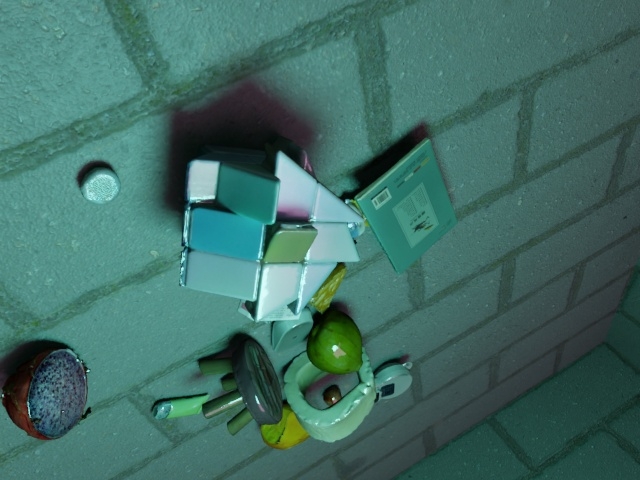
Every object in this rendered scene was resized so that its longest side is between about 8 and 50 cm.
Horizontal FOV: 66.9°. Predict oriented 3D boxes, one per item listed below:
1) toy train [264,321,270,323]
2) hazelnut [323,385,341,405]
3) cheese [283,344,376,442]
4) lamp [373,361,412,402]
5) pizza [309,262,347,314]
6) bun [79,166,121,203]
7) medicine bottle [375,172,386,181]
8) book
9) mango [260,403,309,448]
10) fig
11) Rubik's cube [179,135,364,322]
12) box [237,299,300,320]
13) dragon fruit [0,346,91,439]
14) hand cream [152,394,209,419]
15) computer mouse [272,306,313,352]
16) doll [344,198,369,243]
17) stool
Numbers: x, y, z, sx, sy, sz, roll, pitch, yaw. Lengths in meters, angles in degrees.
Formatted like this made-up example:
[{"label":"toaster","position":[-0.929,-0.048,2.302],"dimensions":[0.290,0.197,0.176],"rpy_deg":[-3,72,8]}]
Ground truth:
[{"label":"toy train","position":[-0.178,0.150,1.421],"dimensions":[0.055,0.048,0.251],"rpy_deg":[-27,136,-15]},{"label":"hazelnut","position":[0.051,0.635,1.975],"dimensions":[0.086,0.086,0.086],"rpy_deg":[-18,134,-20]},{"label":"cheese","position":[0.048,0.516,1.708],"dimensions":[0.332,0.292,0.153],"rpy_deg":[-33,137,-16]},{"label":"lamp","position":[0.278,0.600,2.067],"dimensions":[0.246,0.108,0.179],"rpy_deg":[-19,130,-17]},{"label":"pizza","position":[0.005,0.168,1.546],"dimensions":[0.188,0.062,0.198],"rpy_deg":[-37,152,-36]},{"label":"bun","position":[-0.458,-0.115,1.009],"dimensions":[0.083,0.045,0.083],"rpy_deg":[-19,132,-23]},{"label":"medicine bottle","position":[0.279,-0.123,1.470],"dimensions":[0.309,0.076,0.111],"rpy_deg":[12,114,-39]},{"label":"book","position":[0.266,-0.083,1.413],"dimensions":[0.264,0.031,0.379],"rpy_deg":[-39,136,-6]},{"label":"mango","position":[-0.113,0.731,1.902],"dimensions":[0.187,0.138,0.257],"rpy_deg":[-56,141,-8]},{"label":"fig","position":[0.064,0.347,1.617],"dimensions":[0.225,0.203,0.203],"rpy_deg":[39,101,-14]},{"label":"Rubik's cube","position":[-0.126,-0.034,1.071],"dimensions":[0.369,0.358,0.386],"rpy_deg":[0,112,-26]},{"label":"box","position":[-0.127,0.153,1.383],"dimensions":[0.199,0.081,0.135],"rpy_deg":[12,100,-51]},{"label":"dragon fruit","position":[-0.697,0.376,1.193],"dimensions":[0.148,0.218,0.224],"rpy_deg":[-6,177,8]},{"label":"hand cream","position":[-0.456,0.544,1.578],"dimensions":[0.175,0.046,0.095],"rpy_deg":[7,121,-45]},{"label":"computer mouse","position":[-0.094,0.283,1.576],"dimensions":[0.128,0.079,0.230],"rpy_deg":[-14,147,-27]},{"label":"doll","position":[0.000,0.000,1.345],"dimensions":[0.314,0.141,0.177],"rpy_deg":[-34,125,-12]},{"label":"stool","position":[-0.244,0.458,1.501],"dimensions":[0.179,0.272,0.272],"rpy_deg":[-23,137,5]}]
